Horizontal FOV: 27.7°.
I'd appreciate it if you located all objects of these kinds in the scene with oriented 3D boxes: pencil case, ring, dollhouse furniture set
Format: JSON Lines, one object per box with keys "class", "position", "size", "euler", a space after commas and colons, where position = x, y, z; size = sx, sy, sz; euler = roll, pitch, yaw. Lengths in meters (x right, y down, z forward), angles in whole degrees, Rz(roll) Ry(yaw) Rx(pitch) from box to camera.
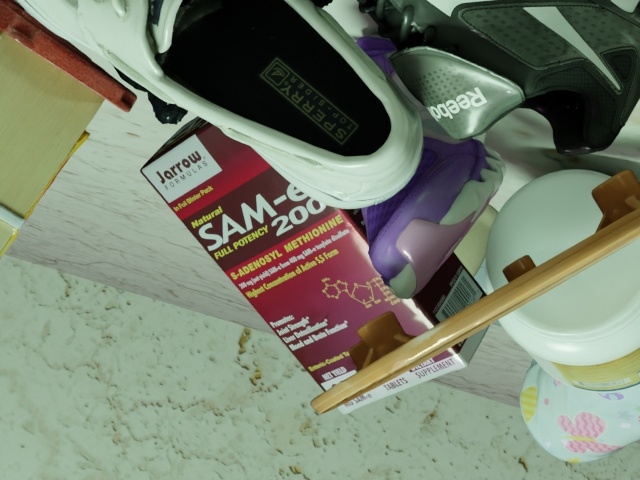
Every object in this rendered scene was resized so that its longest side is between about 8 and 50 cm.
{"class": "pencil case", "position": [0.293, 0.119, 1.210], "size": [0.124, 0.113, 0.273], "euler": [37, 147, 0]}
{"class": "ring", "position": [0.138, 0.005, 0.727], "size": [0.032, 0.337, 0.336], "euler": [60, 176, 8]}
{"class": "dollhouse furniture set", "position": [-0.319, -0.120, 0.793], "size": [0.374, 0.201, 0.152], "euler": [35, -178, -42]}

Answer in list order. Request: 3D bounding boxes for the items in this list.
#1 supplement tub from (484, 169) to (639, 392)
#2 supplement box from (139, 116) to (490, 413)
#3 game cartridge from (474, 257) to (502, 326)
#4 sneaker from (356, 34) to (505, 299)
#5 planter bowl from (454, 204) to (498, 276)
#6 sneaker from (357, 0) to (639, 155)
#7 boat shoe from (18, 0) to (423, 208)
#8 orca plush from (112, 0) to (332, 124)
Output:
{"class": "supplement tub", "position": [0.208, 0.033, 1.000], "size": [0.144, 0.144, 0.200], "euler": [12, 169, 22]}
{"class": "supplement box", "position": [0.000, 0.000, 0.922], "size": [0.130, 0.073, 0.239], "euler": [-29, 106, 41]}
{"class": "game cartridge", "position": [0.226, 0.059, 1.369], "size": [0.294, 0.060, 0.196], "euler": [12, 173, 17]}
{"class": "sneaker", "position": [0.040, -0.055, 0.745], "size": [0.105, 0.095, 0.236], "euler": [35, -155, -11]}
{"class": "planter bowl", "position": [0.073, 0.012, 1.188], "size": [0.162, 0.109, 0.162], "euler": [15, 170, 3]}
{"class": "sneaker", "position": [0.060, -0.105, 0.600], "size": [0.234, 0.106, 0.078], "euler": [20, 168, -22]}
{"class": "boat shoe", "position": [-0.066, -0.110, 0.625], "size": [0.267, 0.096, 0.088], "euler": [41, 177, 8]}
{"class": "orca plush", "position": [-0.054, -0.108, 0.763], "size": [0.287, 0.102, 0.151], "euler": [5, 165, 43]}
